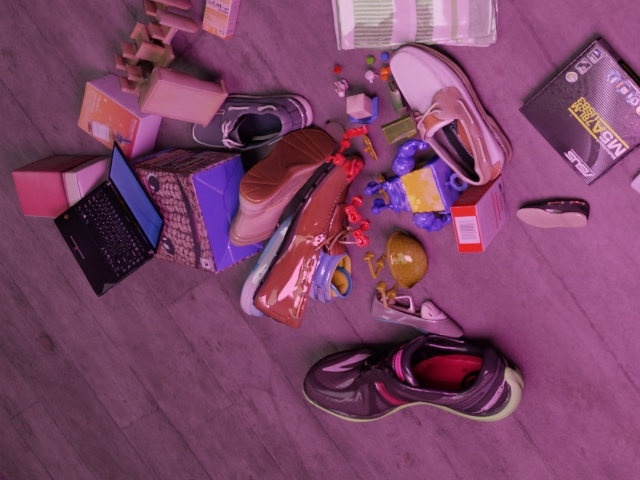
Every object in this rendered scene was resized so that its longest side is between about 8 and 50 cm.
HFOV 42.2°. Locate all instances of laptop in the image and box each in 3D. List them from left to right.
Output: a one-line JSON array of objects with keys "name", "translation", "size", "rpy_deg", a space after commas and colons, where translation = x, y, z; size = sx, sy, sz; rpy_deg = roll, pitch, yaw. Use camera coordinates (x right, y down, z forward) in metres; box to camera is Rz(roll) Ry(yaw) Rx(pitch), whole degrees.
[{"name": "laptop", "translation": [-0.490, -0.046, 1.903], "size": [0.264, 0.136, 0.234], "rpy_deg": [-36, 73, 4]}]

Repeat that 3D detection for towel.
[{"name": "towel", "translation": [0.161, -0.471, 1.517], "size": [0.325, 0.038, 0.247], "rpy_deg": [4, 114, 31]}]

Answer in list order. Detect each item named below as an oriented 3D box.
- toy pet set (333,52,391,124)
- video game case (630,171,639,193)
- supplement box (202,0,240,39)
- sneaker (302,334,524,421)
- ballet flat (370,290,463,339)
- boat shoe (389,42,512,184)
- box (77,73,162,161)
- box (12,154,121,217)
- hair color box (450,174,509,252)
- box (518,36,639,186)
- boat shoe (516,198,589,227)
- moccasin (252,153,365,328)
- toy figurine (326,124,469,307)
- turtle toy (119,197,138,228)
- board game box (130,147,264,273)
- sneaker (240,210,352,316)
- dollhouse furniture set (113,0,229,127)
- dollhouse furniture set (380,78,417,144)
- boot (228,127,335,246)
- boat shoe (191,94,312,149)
[{"name": "toy pet set", "translation": [0.093, -0.296, 1.648], "size": [0.122, 0.065, 0.114], "rpy_deg": [-7, 74, 31]}, {"name": "video game case", "translation": [0.730, -0.114, 1.340], "size": [0.300, 0.036, 0.329], "rpy_deg": [41, 127, 9]}, {"name": "supplement box", "translation": [-0.208, -0.482, 1.743], "size": [0.062, 0.036, 0.098], "rpy_deg": [28, 124, 17]}, {"name": "sneaker", "translation": [0.178, 0.272, 1.757], "size": [0.483, 0.185, 0.202], "rpy_deg": [-7, 139, 25]}, {"name": "ballet flat", "translation": [0.206, 0.156, 1.781], "size": [0.213, 0.072, 0.068], "rpy_deg": [13, 108, 25]}, {"name": "boat shoe", "translation": [0.231, -0.234, 1.531], "size": [0.302, 0.103, 0.113], "rpy_deg": [47, 139, -1]}, {"name": "box", "translation": [-0.474, -0.292, 1.969], "size": [0.170, 0.091, 0.130], "rpy_deg": [34, 126, 14]}, {"name": "box", "translation": [-0.640, -0.138, 2.112], "size": [0.232, 0.149, 0.126], "rpy_deg": [4, 114, 30]}, {"name": "hair color box", "translation": [0.300, -0.052, 1.554], "size": [0.053, 0.167, 0.093], "rpy_deg": [-2, 112, 32]}, {"name": "box", "translation": [0.475, -0.221, 1.440], "size": [0.190, 0.045, 0.184], "rpy_deg": [49, 126, 3]}, {"name": "boat shoe", "translation": [0.435, -0.052, 1.553], "size": [0.133, 0.042, 0.049], "rpy_deg": [3, 140, 32]}, {"name": "moccasin", "translation": [0.000, 0.000, 1.714], "size": [0.147, 0.139, 0.380], "rpy_deg": [27, 84, 1]}, {"name": "toy figurine", "translation": [0.190, -0.064, 1.614], "size": [0.217, 0.191, 0.362], "rpy_deg": [-12, 107, 31]}, {"name": "turtle toy", "translation": [-0.462, -0.078, 2.074], "size": [0.130, 0.066, 0.095], "rpy_deg": [-13, 104, 8]}, {"name": "board game box", "translation": [-0.292, -0.075, 1.883], "size": [0.291, 0.141, 0.232], "rpy_deg": [10, 119, 47]}, {"name": "sneaker", "translation": [-0.049, 0.105, 1.879], "size": [0.208, 0.127, 0.319], "rpy_deg": [39, 128, 12]}, {"name": "dollhouse furniture set", "translation": [-0.318, -0.382, 1.803], "size": [0.212, 0.161, 0.242], "rpy_deg": [-47, 49, 38]}, {"name": "dollhouse furniture set", "translation": [0.137, -0.236, 1.570], "size": [0.059, 0.151, 0.076], "rpy_deg": [-24, 123, 7]}, {"name": "boot", "translation": [-0.085, -0.109, 1.743], "size": [0.095, 0.262, 0.203], "rpy_deg": [39, 146, 10]}, {"name": "boat shoe", "translation": [-0.172, -0.251, 1.794], "size": [0.320, 0.099, 0.116], "rpy_deg": [-3, 113, 34]}]
